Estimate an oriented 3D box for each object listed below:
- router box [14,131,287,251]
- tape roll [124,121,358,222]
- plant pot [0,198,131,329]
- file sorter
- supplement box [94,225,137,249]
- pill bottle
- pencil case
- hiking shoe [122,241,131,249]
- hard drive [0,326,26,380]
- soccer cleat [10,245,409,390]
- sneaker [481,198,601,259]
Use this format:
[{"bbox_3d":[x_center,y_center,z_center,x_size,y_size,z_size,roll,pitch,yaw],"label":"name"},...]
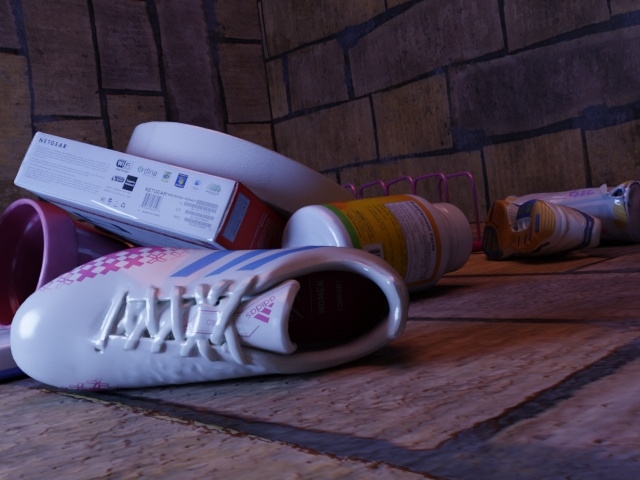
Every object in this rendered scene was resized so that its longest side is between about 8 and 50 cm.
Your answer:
[{"bbox_3d":[-0.209,-0.030,1.043,0.335,0.082,0.301,15,-12,23],"label":"router box"},{"bbox_3d":[-0.115,-0.065,1.114,0.392,0.072,0.392,18,-11,4],"label":"tape roll"},{"bbox_3d":[-0.404,0.049,1.137,0.201,0.201,0.180,-6,-13,39],"label":"plant pot"},{"bbox_3d":[0.188,-0.050,1.620,0.290,0.182,0.202,-8,2,-14],"label":"file sorter"},{"bbox_3d":[-0.346,0.008,1.475,0.191,0.129,0.194,-10,35,-29],"label":"supplement box"},{"bbox_3d":[0.083,0.010,0.955,0.245,0.136,0.136,-9,3,-37],"label":"pill bottle"},{"bbox_3d":[0.479,-0.045,1.373,0.124,0.114,0.273,18,-16,-41],"label":"pencil case"},{"bbox_3d":[-0.428,0.099,1.296,0.226,0.114,0.086,-29,45,-15],"label":"hiking shoe"},{"bbox_3d":[-0.471,0.139,0.713,0.318,0.040,0.210,-9,3,-36],"label":"hard drive"},{"bbox_3d":[-0.088,0.057,0.576,0.331,0.116,0.143,-7,2,-7],"label":"soccer cleat"},{"bbox_3d":[0.384,-0.010,1.278,0.131,0.112,0.296,9,2,-8],"label":"sneaker"}]
